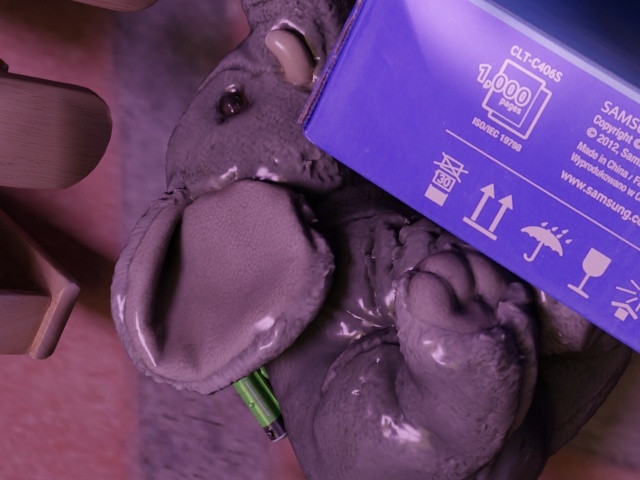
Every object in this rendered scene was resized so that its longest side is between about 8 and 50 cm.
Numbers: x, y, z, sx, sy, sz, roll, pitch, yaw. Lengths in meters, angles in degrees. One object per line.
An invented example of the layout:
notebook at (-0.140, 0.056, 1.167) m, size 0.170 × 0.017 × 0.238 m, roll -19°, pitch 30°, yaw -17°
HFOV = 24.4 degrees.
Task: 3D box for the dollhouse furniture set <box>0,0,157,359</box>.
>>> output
dollhouse furniture set at (-0.161, -0.079, 0.625) m, size 0.212 × 0.161 × 0.242 m, roll 39°, pitch 111°, yaw 35°

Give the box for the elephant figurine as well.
elephant figurine at (0.000, 0.000, 0.589) m, size 0.239 × 0.186 × 0.169 m, roll 34°, pitch 156°, yaw 23°

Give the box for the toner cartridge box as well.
toner cartridge box at (0.181, 0.002, 0.465) m, size 0.348 × 0.165 × 0.075 m, roll 33°, pitch 126°, yaw 10°

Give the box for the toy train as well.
toy train at (-0.037, 0.059, 0.690) m, size 0.017 × 0.024 × 0.083 m, roll -34°, pitch 92°, yaw 33°
